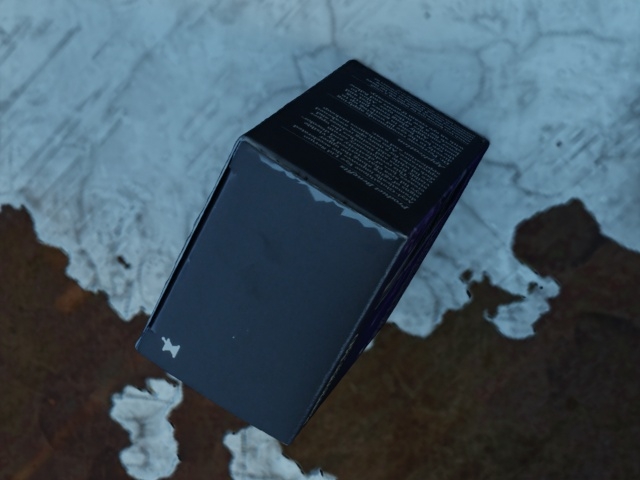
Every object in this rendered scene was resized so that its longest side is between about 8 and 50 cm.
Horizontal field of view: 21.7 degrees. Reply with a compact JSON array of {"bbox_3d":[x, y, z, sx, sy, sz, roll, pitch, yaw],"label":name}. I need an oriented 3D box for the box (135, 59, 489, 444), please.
[{"bbox_3d":[0.000,0.000,0.995,0.108,0.207,0.153,32,116,6],"label":"box"}]
